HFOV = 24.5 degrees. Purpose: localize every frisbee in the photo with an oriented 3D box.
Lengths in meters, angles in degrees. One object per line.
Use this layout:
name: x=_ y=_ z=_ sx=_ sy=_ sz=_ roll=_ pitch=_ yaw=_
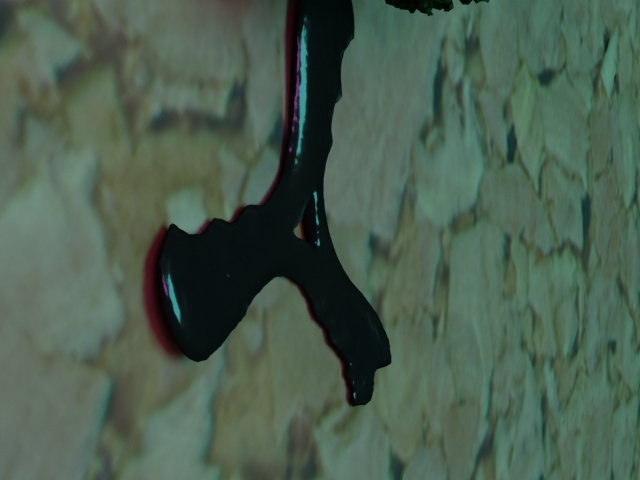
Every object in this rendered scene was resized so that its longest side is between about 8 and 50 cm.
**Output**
frisbee: x=0.000 y=0.000 z=0.639 sx=0.187 sy=0.012 sz=0.211 roll=62 pitch=37 yaw=-43

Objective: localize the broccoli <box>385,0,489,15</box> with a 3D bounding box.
broccoli: x=0.106 y=-0.223 z=0.560 sx=0.297 sy=0.297 sz=0.297 roll=17 pitch=90 yaw=-89
